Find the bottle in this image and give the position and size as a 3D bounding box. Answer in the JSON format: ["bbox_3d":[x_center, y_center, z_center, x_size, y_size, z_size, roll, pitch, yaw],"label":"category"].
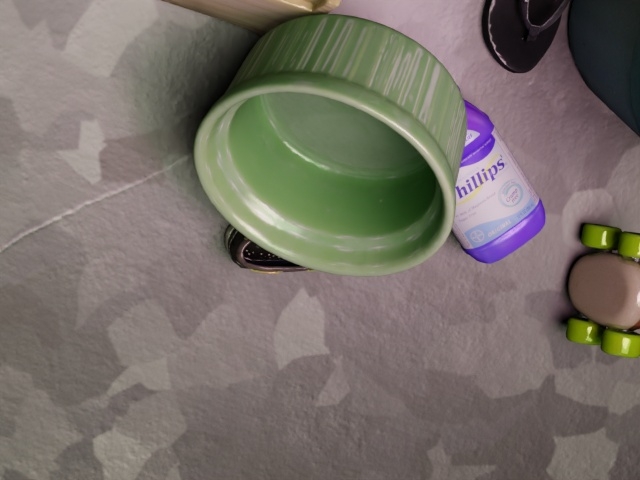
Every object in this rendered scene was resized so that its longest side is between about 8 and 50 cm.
[{"bbox_3d":[0.166,-0.107,1.866,0.118,0.092,0.283,-35,113,0],"label":"bottle"}]

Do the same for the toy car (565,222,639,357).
[{"bbox_3d":[0.432,0.068,1.978,0.188,0.149,0.155,6,96,-28],"label":"toy car"}]

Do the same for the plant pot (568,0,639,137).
[{"bbox_3d":[0.465,-0.224,1.772,0.341,0.334,0.341,-5,111,-13],"label":"plant pot"}]

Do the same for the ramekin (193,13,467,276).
[{"bbox_3d":[0.021,-0.111,1.726,0.303,0.148,0.303,13,142,11],"label":"ramekin"}]

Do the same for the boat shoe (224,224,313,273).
[{"bbox_3d":[0.000,0.000,1.871,0.227,0.069,0.081,-9,110,-12],"label":"boat shoe"}]

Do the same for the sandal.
[{"bbox_3d":[0.273,-0.325,1.843,0.097,0.054,0.255,18,103,-19],"label":"sandal"}]

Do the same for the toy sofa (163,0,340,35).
[{"bbox_3d":[-0.150,-0.357,1.690,0.362,0.177,0.150,15,79,-19],"label":"toy sofa"}]
